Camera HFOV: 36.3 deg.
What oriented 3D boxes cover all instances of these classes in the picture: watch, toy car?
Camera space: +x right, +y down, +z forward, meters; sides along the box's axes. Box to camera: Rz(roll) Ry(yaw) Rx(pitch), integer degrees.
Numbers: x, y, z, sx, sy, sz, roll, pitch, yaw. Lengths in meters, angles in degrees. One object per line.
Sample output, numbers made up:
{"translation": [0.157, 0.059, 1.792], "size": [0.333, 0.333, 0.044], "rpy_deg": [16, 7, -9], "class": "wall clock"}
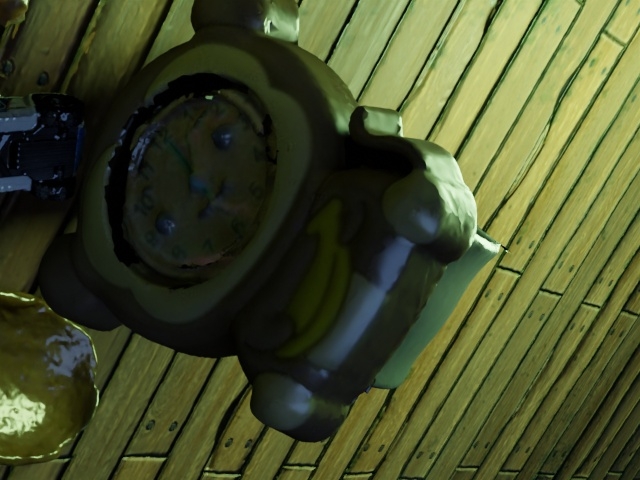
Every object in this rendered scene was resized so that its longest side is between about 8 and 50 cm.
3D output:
{"translation": [0.000, 0.000, 0.812], "size": [0.314, 0.335, 0.327], "rpy_deg": [-58, 147, 9], "class": "watch"}
{"translation": [-0.263, -0.072, 0.737], "size": [0.171, 0.070, 0.080], "rpy_deg": [-10, 125, -38], "class": "toy car"}

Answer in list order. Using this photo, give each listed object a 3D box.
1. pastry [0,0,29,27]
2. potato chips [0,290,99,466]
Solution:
{"translation": [-0.247, -0.252, 0.457], "size": [0.405, 0.292, 0.337], "rpy_deg": [-29, 133, -29], "class": "pastry"}
{"translation": [-0.282, 0.119, 0.860], "size": [0.202, 0.049, 0.150], "rpy_deg": [18, 79, -45], "class": "potato chips"}
